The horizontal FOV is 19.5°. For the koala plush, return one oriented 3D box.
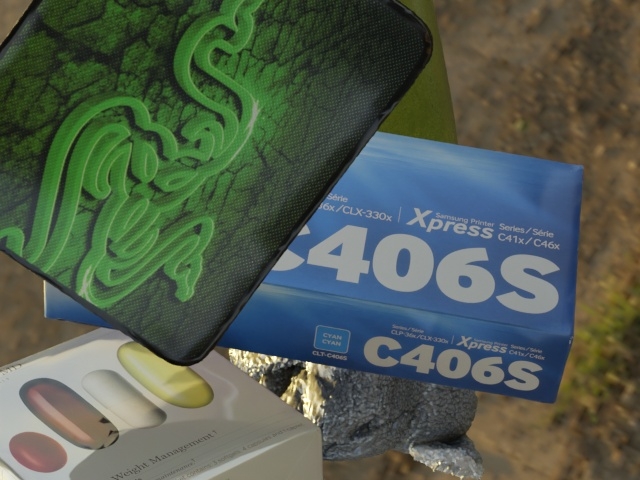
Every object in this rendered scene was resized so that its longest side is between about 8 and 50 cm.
[{"bbox_3d":[0.060,0.146,1.755,0.203,0.221,0.196,-39,47,44],"label":"koala plush"}]

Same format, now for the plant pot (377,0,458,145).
[{"bbox_3d":[-0.032,-0.192,1.820,0.366,0.366,0.353,6,98,45],"label":"plant pot"}]

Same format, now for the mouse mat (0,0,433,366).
[{"bbox_3d":[-0.062,-0.055,0.794,0.190,0.152,0.007,-53,13,11],"label":"mouse mat"}]

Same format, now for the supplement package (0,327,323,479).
[{"bbox_3d":[-0.134,0.177,1.303,0.203,0.194,0.149,31,132,43],"label":"supplement package"}]

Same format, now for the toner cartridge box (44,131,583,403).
[{"bbox_3d":[0.000,0.000,1.270,0.075,0.347,0.165,98,-178,-45],"label":"toner cartridge box"}]
